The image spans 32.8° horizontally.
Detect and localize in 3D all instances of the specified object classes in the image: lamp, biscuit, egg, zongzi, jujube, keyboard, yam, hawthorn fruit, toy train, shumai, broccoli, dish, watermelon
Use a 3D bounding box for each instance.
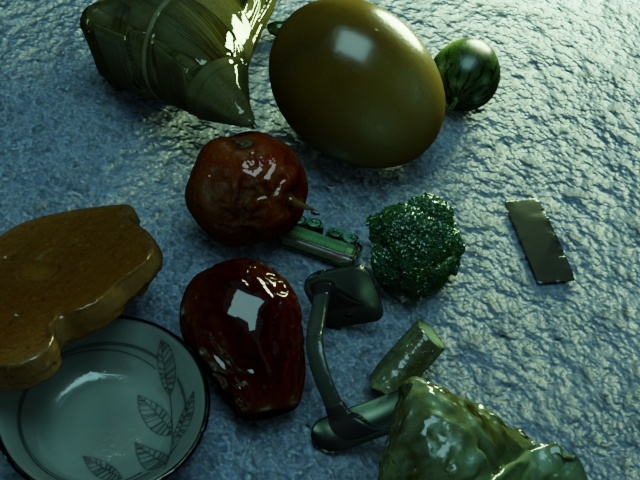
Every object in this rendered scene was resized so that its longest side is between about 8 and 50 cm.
[{"bbox_3d":[0.069,0.165,1.680,0.203,0.124,0.283,-13,47,17],"label":"lamp"},{"bbox_3d":[-0.440,0.080,1.666,0.350,0.078,0.455,12,39,31],"label":"biscuit"},{"bbox_3d":[0.068,-0.284,1.991,0.351,0.283,0.282,37,48,-15],"label":"egg"},{"bbox_3d":[-0.127,-0.388,2.059,0.467,0.218,0.500,32,53,30],"label":"zongzi"},{"bbox_3d":[-0.112,0.154,1.685,0.190,0.190,0.255,-12,71,-19],"label":"jujube"},{"bbox_3d":[0.399,0.000,1.988,0.074,0.015,0.196,-8,51,-11],"label":"keyboard"},{"bbox_3d":[0.139,0.195,1.740,0.070,0.069,0.146,38,80,21],"label":"yam"},{"bbox_3d":[-0.097,-0.083,1.835,0.243,0.207,0.207,16,46,32],"label":"hawthorn fruit"},{"bbox_3d":[0.000,0.000,1.906,0.148,0.038,0.071,19,49,8],"label":"toy train"},{"bbox_3d":[0.227,0.339,1.469,0.289,0.329,0.292,8,34,11],"label":"shumai"},{"bbox_3d":[0.162,0.009,1.848,0.196,0.195,0.156,-2,13,-11],"label":"broccoli"},{"bbox_3d":[-0.317,0.260,1.593,0.317,0.106,0.316,3,49,-3],"label":"dish"},{"bbox_3d":[0.280,-0.316,2.157,0.141,0.140,0.187,22,58,9],"label":"watermelon"}]

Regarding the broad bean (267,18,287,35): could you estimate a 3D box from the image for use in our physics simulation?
[{"bbox_3d":[0.038,-0.410,2.238,0.292,0.049,0.144,27,34,24],"label":"broad bean"}]
